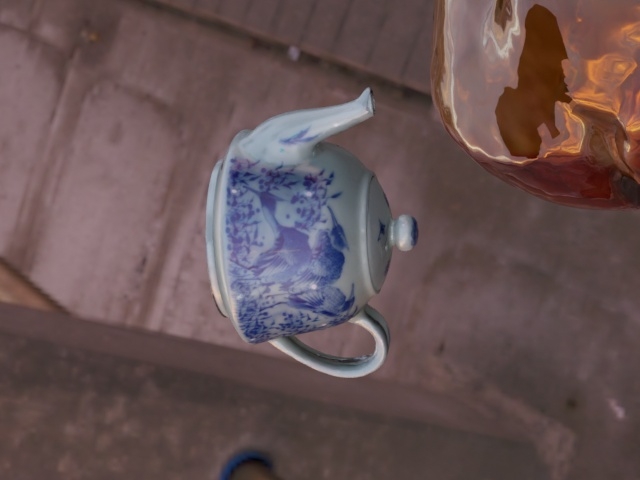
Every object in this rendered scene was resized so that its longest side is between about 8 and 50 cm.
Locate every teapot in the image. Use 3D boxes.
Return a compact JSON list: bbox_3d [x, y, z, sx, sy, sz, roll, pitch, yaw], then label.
[{"bbox_3d":[0.000,0.000,1.096,0.159,0.159,0.232,35,139,53],"label":"teapot"}]

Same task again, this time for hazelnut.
[{"bbox_3d":[0.255,-0.204,1.125,0.409,0.359,0.359,90,164,-49],"label":"hazelnut"}]
